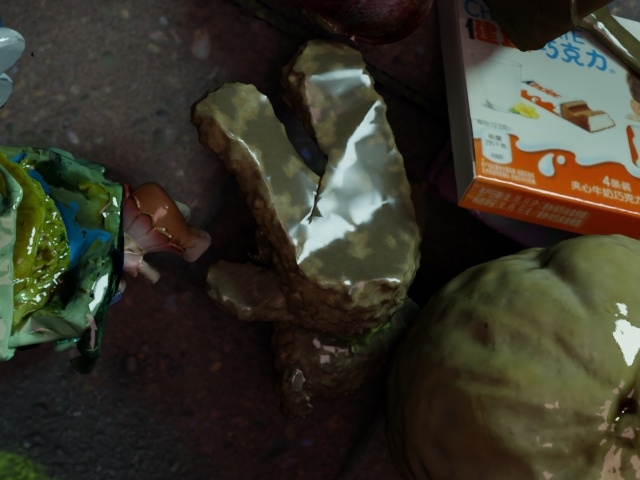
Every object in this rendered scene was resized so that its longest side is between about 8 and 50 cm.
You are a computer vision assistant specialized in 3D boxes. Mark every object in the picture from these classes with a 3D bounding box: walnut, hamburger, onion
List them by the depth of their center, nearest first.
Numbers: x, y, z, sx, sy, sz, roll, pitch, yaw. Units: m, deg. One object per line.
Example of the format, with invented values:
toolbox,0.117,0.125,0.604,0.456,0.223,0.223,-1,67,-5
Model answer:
hamburger,-0.307,-0.004,1.395,0.276,0.150,0.260,-15,64,3
walnut,0.231,0.164,1.434,0.381,0.381,0.381,-3,103,-14
onion,0.049,-0.273,1.474,0.159,0.159,0.195,34,86,-19

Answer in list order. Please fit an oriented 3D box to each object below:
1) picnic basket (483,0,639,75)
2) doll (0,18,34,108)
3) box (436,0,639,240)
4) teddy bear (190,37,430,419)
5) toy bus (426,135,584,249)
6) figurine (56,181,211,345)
picnic basket,0.314,-0.252,1.440,0.337,0.293,0.337,11,69,-29
doll,-0.345,-0.215,1.351,0.257,0.215,0.161,46,48,5
box,0.246,-0.115,1.519,0.273,0.265,0.048,11,139,-17
teddy bear,-0.006,-0.008,1.517,0.246,0.222,0.296,-28,85,-29
toy bus,0.239,-0.013,1.602,0.274,0.112,0.090,31,102,-20
figurine,-0.208,0.017,1.498,0.195,0.111,0.102,-41,142,-3
